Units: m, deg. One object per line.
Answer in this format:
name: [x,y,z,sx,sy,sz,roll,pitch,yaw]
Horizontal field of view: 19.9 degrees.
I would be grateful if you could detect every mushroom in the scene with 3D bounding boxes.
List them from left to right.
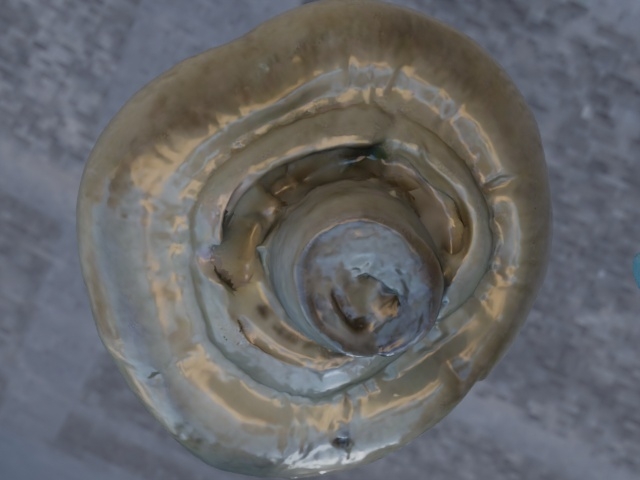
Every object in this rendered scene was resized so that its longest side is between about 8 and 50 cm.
mushroom: [0.000,0.000,0.942,0.254,0.260,0.234,8,-179,-7]

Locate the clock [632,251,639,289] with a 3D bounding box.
clock: [0.121,-0.051,0.398,0.108,0.147,0.045,-5,-169,-9]
